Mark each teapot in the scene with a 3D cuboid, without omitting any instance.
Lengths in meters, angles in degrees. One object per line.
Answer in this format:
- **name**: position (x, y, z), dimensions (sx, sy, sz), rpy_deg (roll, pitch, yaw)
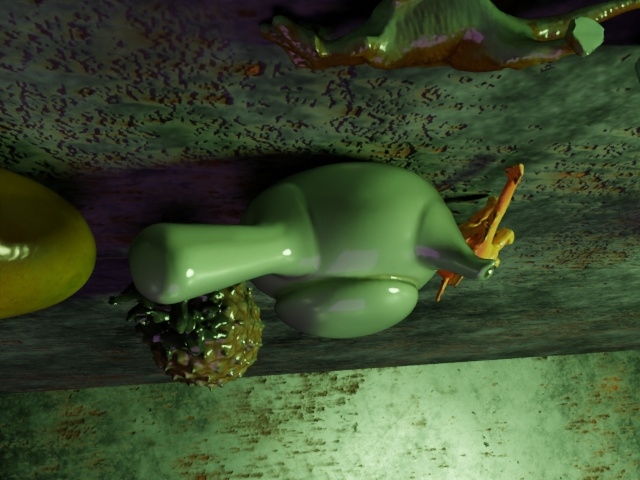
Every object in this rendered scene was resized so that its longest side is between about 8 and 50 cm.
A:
- **teapot**: position (-0.022, 0.012, 0.579), dimensions (0.319, 0.149, 0.220), rpy_deg (2, 160, -24)

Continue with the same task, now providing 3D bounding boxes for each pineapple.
- **pineapple**: position (-0.154, 0.083, 0.730), dimensions (0.169, 0.169, 0.340), rpy_deg (-5, 164, -1)

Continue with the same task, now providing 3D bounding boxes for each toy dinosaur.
- **toy dinosaur**: position (0.159, 0.012, 0.702), dimensions (0.117, 0.070, 0.288), rpy_deg (-40, 165, -13)
- **toy dinosaur**: position (0.087, -0.116, 0.372), dimensions (0.212, 0.057, 0.142), rpy_deg (6, 170, -30)

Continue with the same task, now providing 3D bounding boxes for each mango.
- **mango**: position (-0.295, 0.002, 0.493), dimensions (0.255, 0.139, 0.176), rpy_deg (0, 175, -42)

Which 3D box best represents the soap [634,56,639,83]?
- **soap**: position (0.279, -0.053, 0.385), dimensions (0.119, 0.197, 0.066), rpy_deg (-2, 161, -11)
